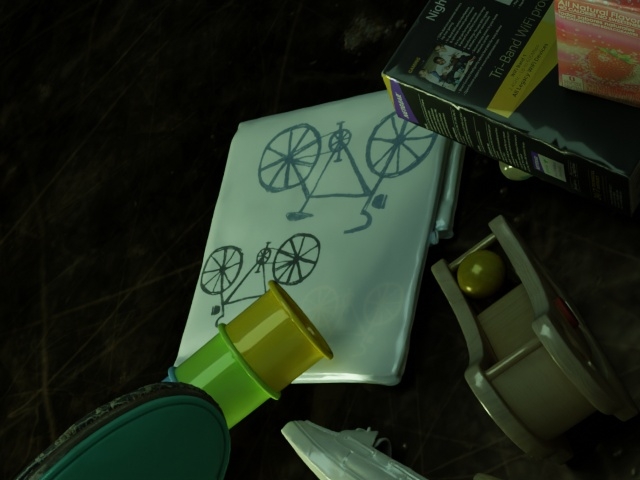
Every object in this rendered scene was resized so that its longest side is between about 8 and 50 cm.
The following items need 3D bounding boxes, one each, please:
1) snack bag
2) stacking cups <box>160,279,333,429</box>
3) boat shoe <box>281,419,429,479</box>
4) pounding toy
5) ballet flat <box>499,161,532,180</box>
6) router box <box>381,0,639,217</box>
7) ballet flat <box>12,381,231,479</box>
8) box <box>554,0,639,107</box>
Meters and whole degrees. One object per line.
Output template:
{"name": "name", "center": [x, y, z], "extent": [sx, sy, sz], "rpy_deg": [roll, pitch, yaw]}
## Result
{"name": "snack bag", "center": [0.000, 0.000, 1.279], "extent": [0.323, 0.037, 0.343], "rpy_deg": [-7, 60, 39]}
{"name": "stacking cups", "center": [-0.139, 0.168, 1.151], "extent": [0.316, 0.096, 0.096], "rpy_deg": [-38, 42, 0]}
{"name": "boat shoe", "center": [0.038, 0.197, 1.084], "extent": [0.063, 0.066, 0.184], "rpy_deg": [-45, 37, -15]}
{"name": "pounding toy", "center": [0.143, 0.115, 0.978], "extent": [0.155, 0.154, 0.269], "rpy_deg": [-38, 42, 14]}
{"name": "ballet flat", "center": [0.192, -0.162, 1.199], "extent": [0.086, 0.086, 0.248], "rpy_deg": [-22, 50, 29]}
{"name": "router box", "center": [0.238, -0.205, 1.103], "extent": [0.243, 0.081, 0.309], "rpy_deg": [27, 75, 25]}
{"name": "ballet flat", "center": [-0.257, 0.318, 1.022], "extent": [0.182, 0.164, 0.483], "rpy_deg": [-17, 36, 56]}
{"name": "box", "center": [0.342, -0.171, 0.933], "extent": [0.300, 0.142, 0.154], "rpy_deg": [20, 74, 20]}
